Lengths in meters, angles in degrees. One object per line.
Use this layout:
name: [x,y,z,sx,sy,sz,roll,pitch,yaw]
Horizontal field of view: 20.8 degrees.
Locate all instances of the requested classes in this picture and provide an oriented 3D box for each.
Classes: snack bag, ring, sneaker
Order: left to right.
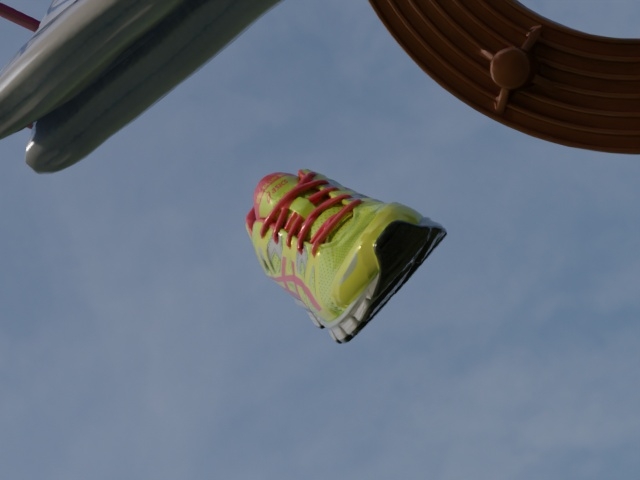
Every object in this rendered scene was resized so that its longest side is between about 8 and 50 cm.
sneaker: [0.000,0.000,0.989,0.094,0.208,0.081,46,-104,-7]
snack bag: [0.068,-0.176,0.476,0.342,0.323,0.037,-34,-73,21]
ring: [0.157,-0.209,0.855,0.336,0.336,0.032,-42,-12,18]

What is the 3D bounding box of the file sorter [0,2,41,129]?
file sorter: [-0.163,-0.240,1.042,0.202,0.182,0.290,24,-52,-10]
